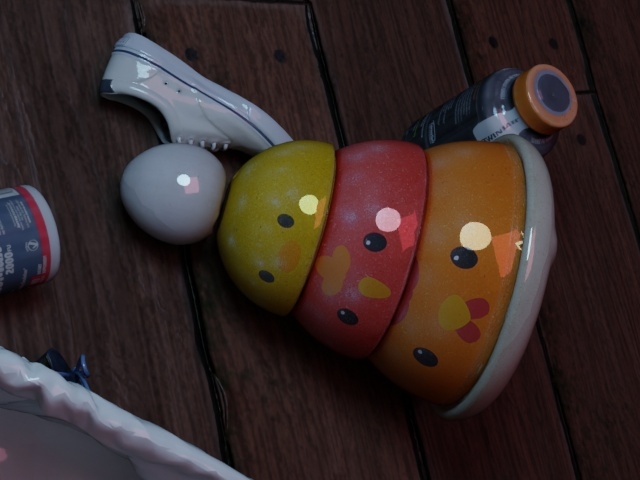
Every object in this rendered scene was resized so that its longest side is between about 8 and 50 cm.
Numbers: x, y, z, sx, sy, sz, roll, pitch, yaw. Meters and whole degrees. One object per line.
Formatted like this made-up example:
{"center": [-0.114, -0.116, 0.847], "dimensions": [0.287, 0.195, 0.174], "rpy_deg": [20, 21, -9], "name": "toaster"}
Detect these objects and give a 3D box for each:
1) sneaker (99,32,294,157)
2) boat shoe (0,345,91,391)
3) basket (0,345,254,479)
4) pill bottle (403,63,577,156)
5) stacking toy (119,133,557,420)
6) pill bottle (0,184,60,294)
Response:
{"center": [-0.150, -0.145, 1.310], "dimensions": [0.258, 0.094, 0.091], "rpy_deg": [30, 78, -16], "name": "sneaker"}
{"center": [-0.285, 0.145, 1.100], "dimensions": [0.258, 0.109, 0.089], "rpy_deg": [30, 56, -23], "name": "boat shoe"}
{"center": [-0.277, 0.262, 0.907], "dimensions": [0.328, 0.266, 0.331], "rpy_deg": [32, 81, -20], "name": "basket"}
{"center": [0.228, -0.148, 1.444], "dimensions": [0.130, 0.246, 0.130], "rpy_deg": [11, 68, -29], "name": "pill bottle"}
{"center": [0.000, 0.000, 1.266], "dimensions": [0.480, 0.350, 0.350], "rpy_deg": [13, 66, -9], "name": "stacking toy"}
{"center": [-0.367, 0.012, 1.091], "dimensions": [0.180, 0.108, 0.108], "rpy_deg": [-16, 82, -35], "name": "pill bottle"}
